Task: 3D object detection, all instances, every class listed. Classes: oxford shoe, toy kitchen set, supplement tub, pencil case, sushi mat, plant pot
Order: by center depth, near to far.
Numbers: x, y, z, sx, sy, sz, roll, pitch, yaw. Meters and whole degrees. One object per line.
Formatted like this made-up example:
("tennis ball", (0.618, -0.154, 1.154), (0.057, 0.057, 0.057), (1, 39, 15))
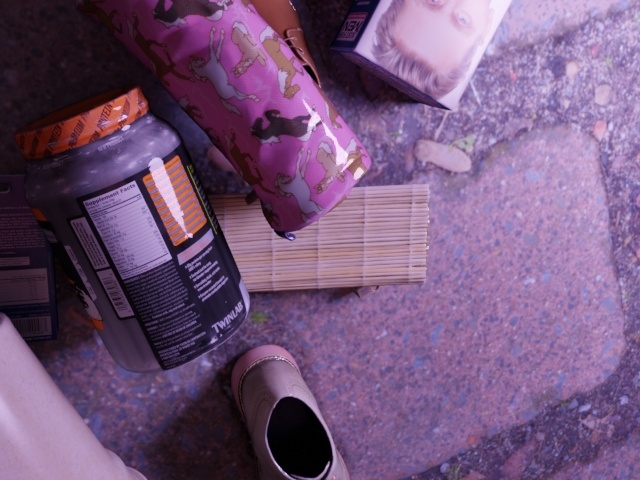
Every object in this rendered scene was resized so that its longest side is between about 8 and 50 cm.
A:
("plant pot", (-0.406, 0.264, 0.795), (0.333, 0.334, 0.305), (-24, 109, -11))
("pencil case", (-0.108, -0.187, 0.819), (0.167, 0.160, 0.386), (-36, 109, 11))
("supplement tub", (-0.225, -0.015, 0.837), (0.193, 0.193, 0.316), (-24, 112, -11))
("oxford shoe", (-0.044, -0.253, 0.891), (0.076, 0.076, 0.212), (-31, 113, -6))
("sushi mat", (0.000, 0.000, 0.973), (0.316, 0.019, 0.151), (-3, 106, -3))
("toy kitchen set", (0.080, 0.039, 1.030), (0.075, 0.068, 0.083), (-27, 113, -10))
("oxford shoe", (-0.029, 0.356, 1.049), (0.140, 0.146, 0.397), (-27, 114, -10))

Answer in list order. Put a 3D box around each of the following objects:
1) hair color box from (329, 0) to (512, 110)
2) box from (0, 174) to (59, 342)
("hair color box", (0.175, -0.369, 0.914), (0.174, 0.105, 0.347), (24, 98, -24))
("box", (-0.410, 0.024, 0.870), (0.136, 0.036, 0.225), (-2, 109, -19))
